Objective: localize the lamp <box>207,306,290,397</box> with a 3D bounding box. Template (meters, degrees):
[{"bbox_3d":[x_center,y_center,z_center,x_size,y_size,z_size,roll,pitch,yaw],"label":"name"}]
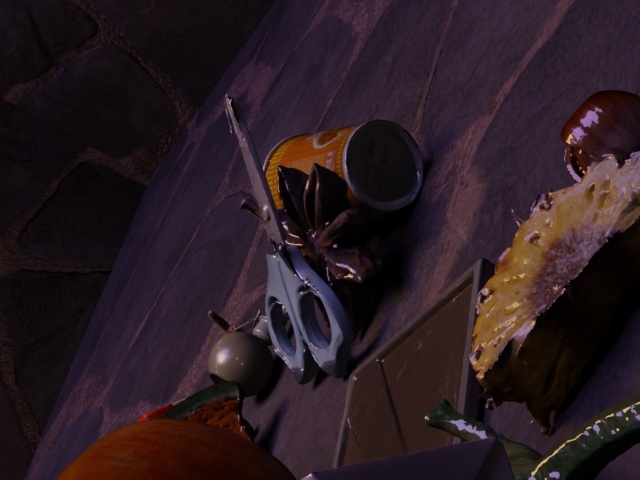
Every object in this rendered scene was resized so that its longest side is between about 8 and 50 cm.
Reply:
[{"bbox_3d":[-0.083,0.140,1.616,0.163,0.091,0.091,-49,10,-23],"label":"lamp"}]

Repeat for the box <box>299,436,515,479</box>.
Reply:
[{"bbox_3d":[0.002,0.288,0.746,0.341,0.143,0.225,-44,57,50],"label":"box"}]

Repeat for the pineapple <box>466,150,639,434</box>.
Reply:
[{"bbox_3d":[0.193,0.024,0.915,0.233,0.079,0.135,-53,24,7],"label":"pineapple"}]

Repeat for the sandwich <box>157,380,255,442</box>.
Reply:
[{"bbox_3d":[-0.160,0.283,1.464,0.079,0.159,0.235,96,-162,-67],"label":"sandwich"}]

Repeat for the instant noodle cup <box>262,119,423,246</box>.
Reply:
[{"bbox_3d":[0.034,-0.077,1.494,0.185,0.168,0.168,-17,45,59],"label":"instant noodle cup"}]

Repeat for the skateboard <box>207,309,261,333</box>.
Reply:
[{"bbox_3d":[-0.134,0.123,1.848,0.083,0.064,0.032,-26,28,47],"label":"skateboard"}]

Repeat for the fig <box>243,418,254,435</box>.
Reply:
[{"bbox_3d":[-0.224,0.336,1.578,0.290,0.190,0.190,-47,11,-15],"label":"fig"}]

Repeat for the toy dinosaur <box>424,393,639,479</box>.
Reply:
[{"bbox_3d":[0.150,0.210,0.742,0.301,0.087,0.447,12,96,49],"label":"toy dinosaur"}]

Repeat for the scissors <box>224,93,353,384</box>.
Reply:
[{"bbox_3d":[-0.055,-0.003,1.387,0.029,0.360,0.191,-20,0,-27],"label":"scissors"}]

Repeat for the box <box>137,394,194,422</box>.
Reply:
[{"bbox_3d":[-0.204,0.263,1.671,0.152,0.048,0.100,-20,-21,-45],"label":"box"}]

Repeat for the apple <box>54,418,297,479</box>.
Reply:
[{"bbox_3d":[-0.175,0.323,1.199,0.301,0.301,0.301,-54,16,24],"label":"apple"}]

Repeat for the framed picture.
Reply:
[{"bbox_3d":[0.071,0.202,1.084,0.247,0.022,0.335,-47,20,43],"label":"framed picture"}]

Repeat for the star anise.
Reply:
[{"bbox_3d":[0.000,0.000,1.409,0.081,0.230,0.262,-26,35,-24],"label":"star anise"}]

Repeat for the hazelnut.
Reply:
[{"bbox_3d":[0.239,-0.081,0.960,0.086,0.086,0.086,-54,16,24],"label":"hazelnut"}]
